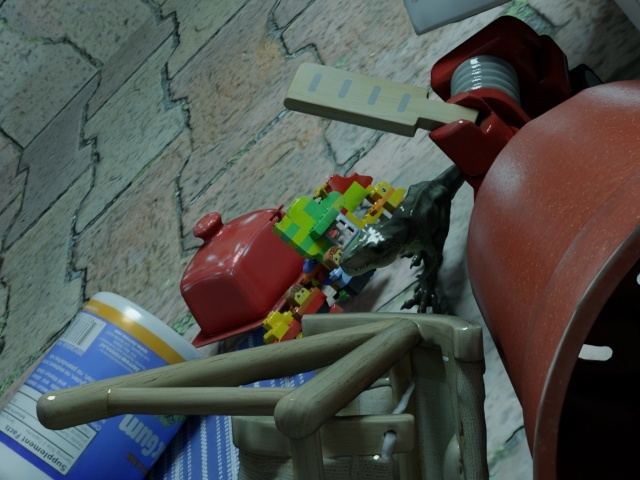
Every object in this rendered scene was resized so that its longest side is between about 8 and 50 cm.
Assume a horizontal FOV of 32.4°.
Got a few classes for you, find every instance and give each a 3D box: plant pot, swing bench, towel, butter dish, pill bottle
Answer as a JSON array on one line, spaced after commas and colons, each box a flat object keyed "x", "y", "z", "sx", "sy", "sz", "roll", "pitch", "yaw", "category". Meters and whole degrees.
[{"x": 0.204, "y": 0.036, "z": 0.571, "sx": 0.272, "sy": 0.272, "sz": 0.265, "roll": -45, "pitch": 17, "yaw": 9, "category": "plant pot"}, {"x": 0.008, "y": 0.178, "z": 0.581, "sx": 0.165, "sy": 0.253, "sz": 0.255, "roll": -4, "pitch": 4, "yaw": 33, "category": "swing bench"}, {"x": -0.120, "y": 0.220, "z": 1.077, "sx": 0.336, "sy": 0.040, "sz": 0.243, "roll": -42, "pitch": 24, "yaw": 11, "category": "towel"}, {"x": -0.087, "y": 0.021, "z": 1.169, "sx": 0.160, "sy": 0.118, "sz": 0.160, "roll": -23, "pitch": 23, "yaw": 49, "category": "butter dish"}, {"x": -0.239, "y": 0.198, "z": 1.075, "sx": 0.272, "sy": 0.152, "sz": 0.152, "roll": -55, "pitch": 26, "yaw": -18, "category": "pill bottle"}]

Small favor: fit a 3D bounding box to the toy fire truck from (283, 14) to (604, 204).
[{"x": 0.114, "y": -0.104, "z": 0.896, "sx": 0.158, "sy": 0.246, "sz": 0.217, "roll": -33, "pitch": 30, "yaw": 30, "category": "toy fire truck"}]

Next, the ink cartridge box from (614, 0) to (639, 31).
[{"x": 0.337, "y": -0.131, "z": 0.534, "sx": 0.166, "sy": 0.285, "sz": 0.395, "roll": -50, "pitch": 26, "yaw": -3, "category": "ink cartridge box"}]

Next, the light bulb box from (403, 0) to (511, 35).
[{"x": 0.198, "y": -0.411, "z": 0.918, "sx": 0.358, "sy": 0.361, "sz": 0.225, "roll": -28, "pitch": 10, "yaw": -37, "category": "light bulb box"}]

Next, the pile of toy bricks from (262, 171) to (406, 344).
[{"x": 0.000, "y": 0.000, "z": 1.039, "sx": 0.212, "sy": 0.105, "sz": 0.118, "roll": -52, "pitch": 4, "yaw": -26, "category": "pile of toy bricks"}]

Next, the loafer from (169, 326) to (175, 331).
[{"x": -0.281, "y": 0.212, "z": 1.278, "sx": 0.319, "sy": 0.112, "sz": 0.111, "roll": -41, "pitch": -9, "yaw": 18, "category": "loafer"}]

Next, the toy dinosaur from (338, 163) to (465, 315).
[{"x": 0.091, "y": -0.011, "z": 0.962, "sx": 0.064, "sy": 0.118, "sz": 0.268, "roll": 12, "pitch": 32, "yaw": 19, "category": "toy dinosaur"}]
